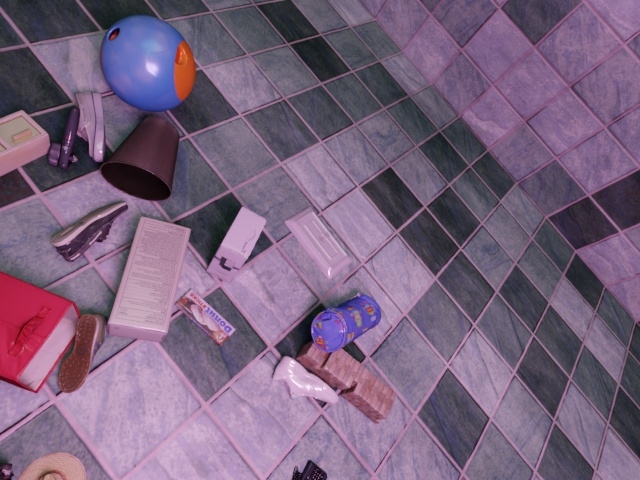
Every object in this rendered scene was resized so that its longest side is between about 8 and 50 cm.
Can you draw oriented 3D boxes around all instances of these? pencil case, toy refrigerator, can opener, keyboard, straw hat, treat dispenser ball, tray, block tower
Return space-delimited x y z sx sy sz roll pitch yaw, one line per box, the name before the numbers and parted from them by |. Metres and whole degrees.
pencil case | 0.089 0.250 1.280 0.306 0.119 0.133 -8 82 -61
toy refrigerator | -0.886 -0.238 1.080 0.102 0.094 0.269 44 52 -2
can opener | -0.728 -0.294 1.167 0.073 0.059 0.186 16 101 -35
keyboard | -0.053 0.698 1.088 0.100 0.038 0.192 39 52 -6
straw hat | -0.580 0.535 0.866 0.144 0.061 0.145 12 60 -23
treat dispenser ball | -0.556 -0.569 1.314 0.288 0.288 0.288 13 60 -23
tray | 0.000 0.000 1.487 0.145 0.030 0.270 -34 85 -38
block tower | 0.088 0.433 1.270 0.335 0.097 0.091 41 53 -6

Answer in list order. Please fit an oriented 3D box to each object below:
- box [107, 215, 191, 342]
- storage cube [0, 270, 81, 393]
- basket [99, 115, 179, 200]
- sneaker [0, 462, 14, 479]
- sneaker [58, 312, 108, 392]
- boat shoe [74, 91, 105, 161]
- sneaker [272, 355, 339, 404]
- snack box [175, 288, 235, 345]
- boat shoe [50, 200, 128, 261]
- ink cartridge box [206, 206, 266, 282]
box | -0.467 0.107 1.114 0.147 0.121 0.311 17 58 -21
storage cube | -0.680 0.202 0.895 0.193 0.215 0.184 26 56 -8
basket | -0.533 -0.263 1.259 0.204 0.154 0.227 21 53 -19
sneaker | -0.662 0.526 0.796 0.276 0.098 0.135 48 53 7
sneaker | -0.575 0.272 1.001 0.064 0.086 0.192 16 87 -2
boat shoe | -0.712 -0.353 1.238 0.088 0.096 0.268 -5 67 -27
sneaker | -0.048 0.443 1.211 0.212 0.080 0.094 35 65 0
snack box | -0.337 0.226 1.186 0.178 0.022 0.064 43 51 -2
boat shoe | -0.634 -0.034 1.139 0.233 0.084 0.079 -55 135 -43
ink cartridge box | -0.256 0.016 1.224 0.086 0.208 0.153 30 54 -12
